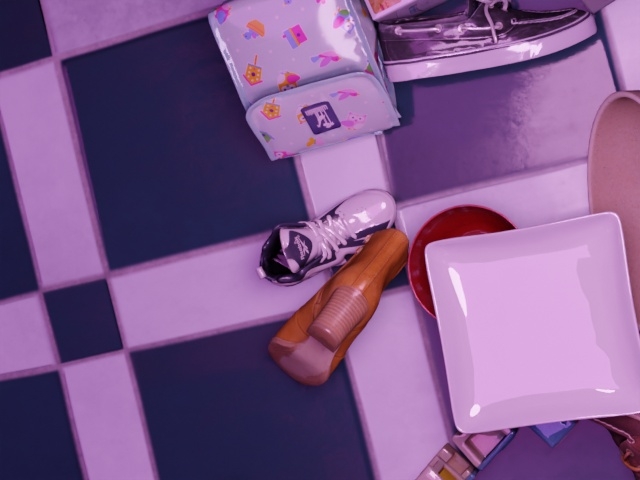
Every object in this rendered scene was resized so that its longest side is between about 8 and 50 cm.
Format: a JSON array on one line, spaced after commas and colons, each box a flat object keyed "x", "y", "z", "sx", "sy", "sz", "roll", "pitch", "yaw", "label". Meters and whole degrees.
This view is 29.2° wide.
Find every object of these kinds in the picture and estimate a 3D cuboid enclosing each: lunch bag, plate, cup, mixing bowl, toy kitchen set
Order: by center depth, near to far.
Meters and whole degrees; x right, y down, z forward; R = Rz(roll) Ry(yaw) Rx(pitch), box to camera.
[{"x": 0.526, "y": -0.050, "z": 1.628, "sx": 0.237, "sy": 0.331, "sz": 0.331, "roll": -9, "pitch": 91, "yaw": -8, "label": "cup"}, {"x": 0.302, "y": 0.116, "z": 1.710, "sx": 0.277, "sy": 0.045, "sz": 0.278, "roll": -10, "pitch": 89, "yaw": 19, "label": "plate"}, {"x": 0.255, "y": 0.308, "z": 1.783, "sx": 0.122, "sy": 0.166, "sz": 0.207, "roll": 42, "pitch": 104, "yaw": 10, "label": "toy kitchen set"}, {"x": 0.226, "y": 0.036, "z": 1.807, "sx": 0.181, "sy": 0.098, "sz": 0.181, "roll": 1, "pitch": 94, "yaw": 16, "label": "mixing bowl"}, {"x": -0.017, "y": -0.261, "z": 1.831, "sx": 0.223, "sy": 0.160, "sz": 0.262, "roll": -16, "pitch": 104, "yaw": 13, "label": "lunch bag"}]

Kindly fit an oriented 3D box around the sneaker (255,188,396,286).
[{"x": 0.000, "y": 0.000, "z": 1.844, "sx": 0.235, "sy": 0.153, "sz": 0.094, "roll": -24, "pitch": 88, "yaw": 17, "label": "sneaker"}]

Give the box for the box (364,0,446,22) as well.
[{"x": 0.142, "y": -0.479, "z": 1.784, "sx": 0.231, "sy": 0.127, "sz": 0.262, "roll": -24, "pitch": 87, "yaw": 19, "label": "box"}]

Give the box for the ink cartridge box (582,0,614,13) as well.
[{"x": 0.336, "y": -0.478, "z": 1.672, "sx": 0.129, "sy": 0.223, "sz": 0.307, "roll": -32, "pitch": 84, "yaw": 16, "label": "ink cartridge box"}]

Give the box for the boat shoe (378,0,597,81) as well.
[{"x": 0.236, "y": -0.307, "z": 1.754, "sx": 0.306, "sy": 0.113, "sz": 0.105, "roll": -9, "pitch": 107, "yaw": 13, "label": "boat shoe"}]

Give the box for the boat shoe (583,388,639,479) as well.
[{"x": 0.477, "y": 0.294, "z": 1.744, "sx": 0.342, "sy": 0.123, "sz": 0.123, "roll": 22, "pitch": 99, "yaw": 8, "label": "boat shoe"}]

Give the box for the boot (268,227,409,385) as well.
[{"x": 0.037, "y": 0.100, "z": 1.857, "sx": 0.104, "sy": 0.295, "sz": 0.211, "roll": 41, "pitch": 64, "yaw": 0, "label": "boot"}]
